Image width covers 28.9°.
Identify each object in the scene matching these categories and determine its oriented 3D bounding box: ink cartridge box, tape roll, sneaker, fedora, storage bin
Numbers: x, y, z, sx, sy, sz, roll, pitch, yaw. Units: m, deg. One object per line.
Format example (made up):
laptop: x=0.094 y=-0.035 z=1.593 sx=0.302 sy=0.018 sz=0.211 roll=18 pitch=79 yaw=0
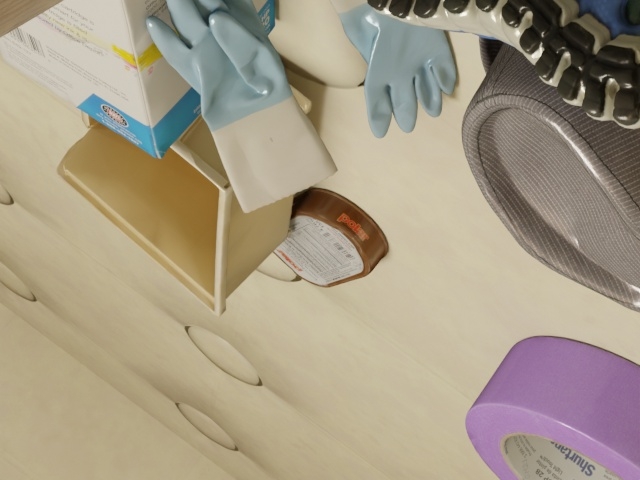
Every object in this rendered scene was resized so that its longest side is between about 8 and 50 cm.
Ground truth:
ink cartridge box: x=-0.149 y=-0.217 z=0.936 sx=0.171 sy=0.168 sz=0.233 roll=33 pitch=158 yaw=14
tape roll: x=0.283 y=0.217 z=1.233 sx=0.275 sy=0.090 sz=0.275 roll=31 pitch=157 yaw=15
sneaker: x=0.130 y=-0.153 z=0.668 sx=0.330 sy=0.147 sz=0.130 roll=47 pitch=125 yaw=41
fedora: x=0.195 y=-0.046 z=0.802 sx=0.275 sy=0.124 sz=0.244 roll=48 pitch=157 yaw=-22
storage bin: x=-0.149 y=-0.099 z=1.190 sx=0.260 sy=0.123 sz=0.262 roll=39 pitch=157 yaw=14

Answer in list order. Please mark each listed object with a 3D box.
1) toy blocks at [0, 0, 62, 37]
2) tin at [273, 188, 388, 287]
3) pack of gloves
toy blocks: x=-0.213 y=-0.259 z=0.724 sx=0.381 sy=0.261 sz=0.191 roll=62 pitch=-177 yaw=33
tin: x=0.000 y=0.000 z=1.316 sx=0.106 sy=0.040 sz=0.189 roll=46 pitch=157 yaw=-9
pack of gloves: x=-0.010 y=-0.144 z=0.908 sx=0.232 sy=0.195 sz=0.046 roll=64 pitch=-176 yaw=-47
